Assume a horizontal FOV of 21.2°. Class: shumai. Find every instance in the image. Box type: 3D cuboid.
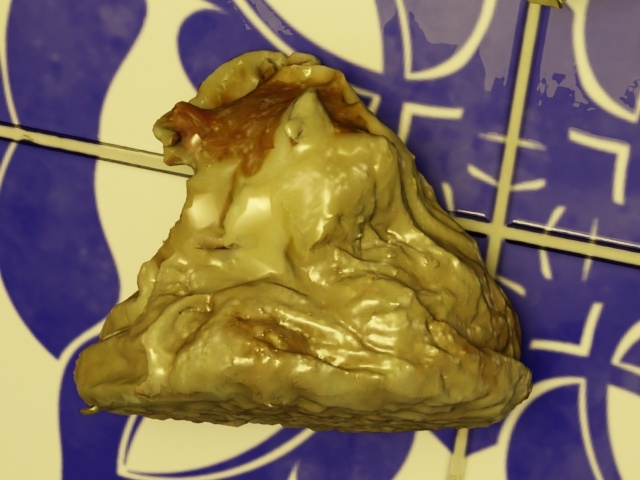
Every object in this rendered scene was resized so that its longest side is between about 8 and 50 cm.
[{"bbox_3d":[0.000,0.000,1.177,0.314,0.267,0.262,7,80,-16],"label":"shumai"}]

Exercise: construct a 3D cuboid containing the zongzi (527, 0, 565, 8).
[{"bbox_3d":[0.210,-0.275,1.032,0.221,0.112,0.242,-4,106,25],"label":"zongzi"}]
